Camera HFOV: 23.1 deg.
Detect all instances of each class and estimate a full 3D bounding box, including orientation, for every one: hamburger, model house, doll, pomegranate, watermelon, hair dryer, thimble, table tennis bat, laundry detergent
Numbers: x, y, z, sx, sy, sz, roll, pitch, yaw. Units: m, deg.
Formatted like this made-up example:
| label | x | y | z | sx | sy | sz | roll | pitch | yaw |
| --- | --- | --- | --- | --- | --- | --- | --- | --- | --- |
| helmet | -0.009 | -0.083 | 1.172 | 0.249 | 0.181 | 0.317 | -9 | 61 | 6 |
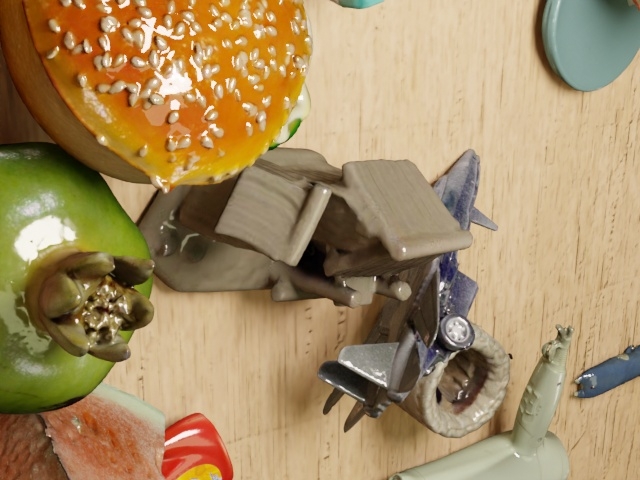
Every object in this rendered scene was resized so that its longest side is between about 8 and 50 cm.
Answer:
| label | x | y | z | sx | sy | sz | roll | pitch | yaw |
| --- | --- | --- | --- | --- | --- | --- | --- | --- | --- |
| hamburger | -0.104 | -0.139 | 0.996 | 0.237 | 0.147 | 0.236 | 33 | 48 | -46 |
| model house | -0.003 | -0.008 | 1.185 | 0.229 | 0.188 | 0.122 | 3 | 94 | -44 |
| doll | 0.312 | 0.138 | 1.649 | 0.125 | 0.027 | 0.037 | -16 | 121 | -32 |
| pomegranate | -0.183 | 0.027 | 0.991 | 0.187 | 0.225 | 0.187 | -5 | 97 | -38 |
| watermelon | -0.220 | 0.224 | 1.079 | 0.148 | 0.226 | 0.318 | 39 | 65 | -25 |
| hair dryer | 0.172 | 0.169 | 1.471 | 0.206 | 0.075 | 0.237 | -6 | 133 | -35 |
| thimble | 0.106 | 0.112 | 1.400 | 0.102 | 0.090 | 0.115 | -27 | 130 | -25 |
| table tennis bat | 0.230 | -0.225 | 1.373 | 0.237 | 0.038 | 0.149 | 36 | 84 | -50 |
| laundry detergent | -0.148 | 0.210 | 1.247 | 0.165 | 0.049 | 0.097 | -36 | 138 | -23 |

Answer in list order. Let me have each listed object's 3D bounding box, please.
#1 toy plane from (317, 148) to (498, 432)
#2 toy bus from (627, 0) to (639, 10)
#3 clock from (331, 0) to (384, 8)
| label | x | y | z | sx | sy | sz | roll | pitch | yaw |
| --- | --- | --- | --- | --- | --- | --- | --- | --- | --- |
| toy plane | 0.097 | 0.035 | 1.319 | 0.088 | 0.212 | 0.267 | 37 | 58 | -7 |
| toy bus | 0.336 | -0.303 | 1.344 | 0.265 | 0.120 | 0.121 | -54 | 136 | -21 |
| clock | 0.049 | -0.332 | 1.103 | 0.231 | 0.116 | 0.262 | -36 | 133 | -30 |
